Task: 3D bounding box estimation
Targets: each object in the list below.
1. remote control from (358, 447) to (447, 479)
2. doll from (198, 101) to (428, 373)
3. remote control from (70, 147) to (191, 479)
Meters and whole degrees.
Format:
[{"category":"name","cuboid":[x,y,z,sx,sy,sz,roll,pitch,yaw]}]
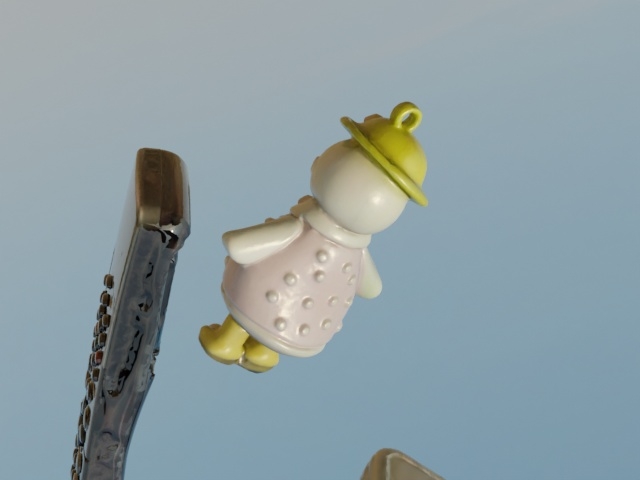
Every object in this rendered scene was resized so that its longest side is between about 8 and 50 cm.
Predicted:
[{"category":"remote control","cuboid":[0.126,0.182,0.449,0.055,0.313,0.109,-47,-161,26]},{"category":"doll","cuboid":[0.000,0.000,0.931,0.207,0.129,0.081,-55,-137,19]},{"category":"remote control","cuboid":[-0.081,0.063,0.602,0.028,0.212,0.059,6,-147,-14]}]
